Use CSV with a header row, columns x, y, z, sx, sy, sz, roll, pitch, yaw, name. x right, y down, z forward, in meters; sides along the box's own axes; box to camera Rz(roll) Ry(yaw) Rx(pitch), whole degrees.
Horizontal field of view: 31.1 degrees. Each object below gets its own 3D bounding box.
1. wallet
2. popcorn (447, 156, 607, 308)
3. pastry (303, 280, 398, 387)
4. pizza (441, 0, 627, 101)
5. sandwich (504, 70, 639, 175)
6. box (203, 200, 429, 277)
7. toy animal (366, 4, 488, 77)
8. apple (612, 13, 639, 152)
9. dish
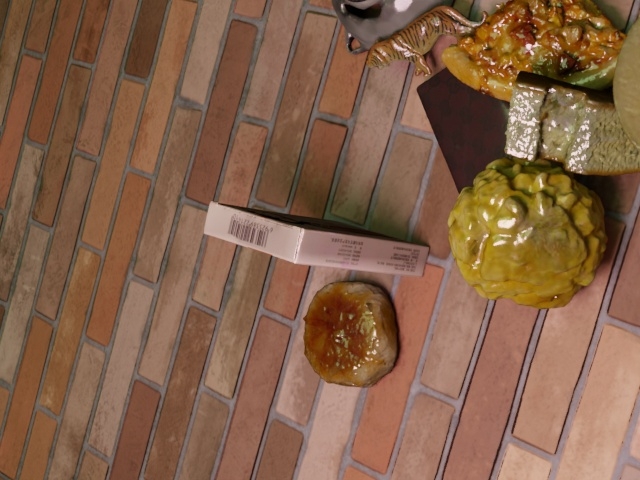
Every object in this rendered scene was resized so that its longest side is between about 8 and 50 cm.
x,y,z,sx,sy,sz,roll,pitch,yaw,name
0.273,-0.207,1.967,0.182,0.049,0.229,-30,68,33,wallet
0.321,-0.018,1.791,0.249,0.249,0.225,-46,23,26,popcorn
0.055,0.169,2.070,0.182,0.093,0.192,-6,80,37,pastry
0.355,-0.331,1.857,0.336,0.086,0.226,6,88,30,pizza
0.401,-0.173,1.749,0.236,0.128,0.122,15,111,12,sandwich
0.000,0.000,1.966,0.214,0.353,0.069,17,97,39,box
0.186,-0.349,2.017,0.241,0.099,0.057,-30,22,35,toy animal
0.579,-0.219,1.594,0.295,0.233,0.257,-22,51,47,apple
0.112,-0.485,2.089,0.303,0.120,0.303,-7,79,39,dish
